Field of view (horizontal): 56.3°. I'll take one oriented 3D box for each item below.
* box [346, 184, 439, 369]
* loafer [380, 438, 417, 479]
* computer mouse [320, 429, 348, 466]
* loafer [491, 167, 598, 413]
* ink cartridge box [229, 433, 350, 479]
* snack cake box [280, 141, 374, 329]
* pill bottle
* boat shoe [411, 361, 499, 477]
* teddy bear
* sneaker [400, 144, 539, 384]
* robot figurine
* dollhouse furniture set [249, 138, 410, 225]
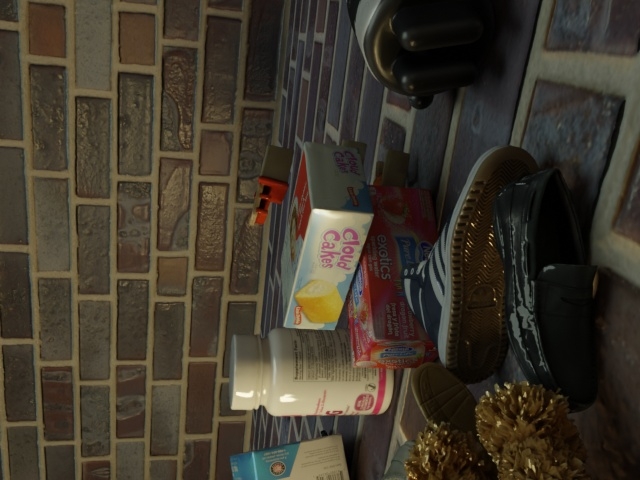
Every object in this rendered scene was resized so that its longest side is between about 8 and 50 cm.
[{"bbox_3d":[0.110,0.055,0.911,0.128,0.123,0.256,111,159,-59],"label":"box"},{"bbox_3d":[0.114,0.318,0.701,0.111,0.112,0.319,-48,-25,-22],"label":"loafer"},{"bbox_3d":[0.032,0.499,1.413,0.242,0.041,0.071,-166,62,-83],"label":"computer mouse"},{"bbox_3d":[0.211,0.041,0.543,0.078,0.076,0.223,137,130,-62],"label":"loafer"},{"bbox_3d":[-0.054,0.560,1.235,0.197,0.198,0.269,137,126,-59],"label":"ink cartridge box"},{"bbox_3d":[0.000,0.000,0.929,0.152,0.089,0.264,-95,14,-44],"label":"snack cake box"},{"bbox_3d":[-0.022,0.241,1.103,0.160,0.283,0.160,-177,90,-79],"label":"pill bottle"},{"bbox_3d":[0.159,0.216,0.670,0.170,0.063,0.059,54,165,21],"label":"boat shoe"},{"bbox_3d":[0.167,0.271,0.440,0.245,0.113,0.337,-21,57,30],"label":"teddy bear"},{"bbox_3d":[0.167,0.012,0.710,0.153,0.099,0.282,-117,29,-64],"label":"sneaker"},{"bbox_3d":[0.130,-0.304,0.798,0.209,0.174,0.278,-50,32,31],"label":"robot figurine"},{"bbox_3d":[0.011,-0.072,1.091,0.262,0.259,0.135,127,154,-72],"label":"dollhouse furniture set"}]
